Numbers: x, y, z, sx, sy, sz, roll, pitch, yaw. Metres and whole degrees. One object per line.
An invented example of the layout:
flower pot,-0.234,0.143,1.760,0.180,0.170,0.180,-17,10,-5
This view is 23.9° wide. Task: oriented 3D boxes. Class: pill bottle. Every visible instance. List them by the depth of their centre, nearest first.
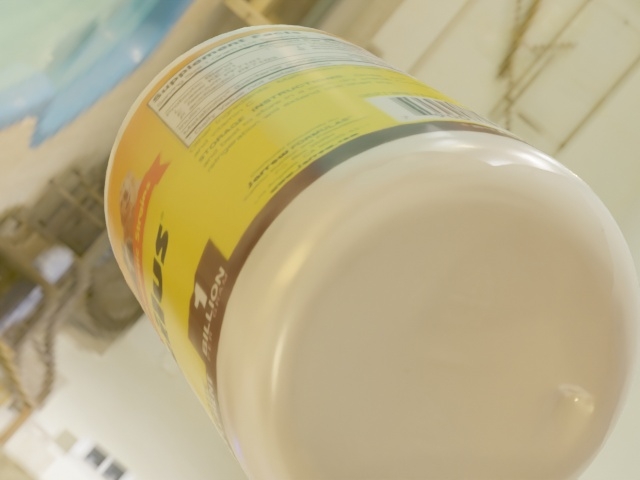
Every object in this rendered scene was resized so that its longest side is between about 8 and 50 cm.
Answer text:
pill bottle,0.000,0.000,0.472,0.117,0.117,0.215,-50,-154,2
